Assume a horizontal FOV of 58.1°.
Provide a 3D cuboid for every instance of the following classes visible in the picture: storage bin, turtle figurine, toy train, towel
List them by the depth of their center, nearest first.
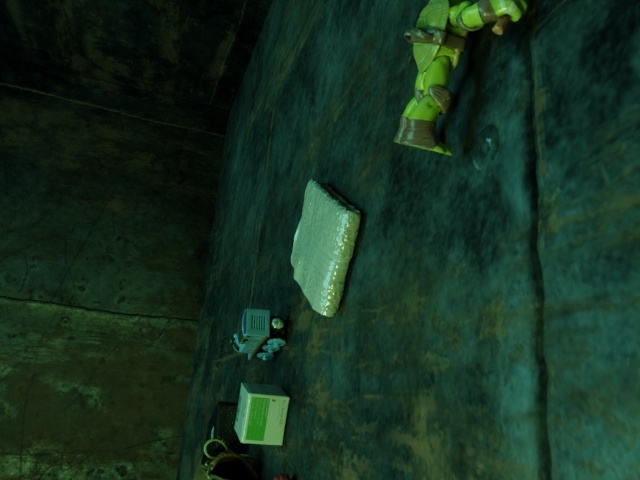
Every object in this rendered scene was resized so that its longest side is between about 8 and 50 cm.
[{"bbox_3d":[0.137,-0.207,0.629,0.269,0.087,0.217,-133,54,-70],"label":"turtle figurine"},{"bbox_3d":[0.000,0.000,1.047,0.282,0.049,0.187,-130,51,-69],"label":"towel"},{"bbox_3d":[-0.140,0.213,1.294,0.184,0.105,0.080,126,150,-56],"label":"toy train"},{"bbox_3d":[-0.248,0.516,1.524,0.180,0.084,0.122,115,158,-45],"label":"storage bin"}]

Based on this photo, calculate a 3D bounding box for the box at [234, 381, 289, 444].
[{"bbox_3d":[-0.121,0.353,1.179,0.102,0.087,0.101,179,100,-73],"label":"box"}]

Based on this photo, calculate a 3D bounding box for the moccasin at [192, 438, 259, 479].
[{"bbox_3d":[-0.201,0.525,1.266,0.380,0.139,0.147,158,127,-74],"label":"moccasin"}]

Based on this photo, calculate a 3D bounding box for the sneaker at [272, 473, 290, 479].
[{"bbox_3d":[-0.127,0.517,1.030,0.087,0.128,0.221,-134,56,-70],"label":"sneaker"}]
